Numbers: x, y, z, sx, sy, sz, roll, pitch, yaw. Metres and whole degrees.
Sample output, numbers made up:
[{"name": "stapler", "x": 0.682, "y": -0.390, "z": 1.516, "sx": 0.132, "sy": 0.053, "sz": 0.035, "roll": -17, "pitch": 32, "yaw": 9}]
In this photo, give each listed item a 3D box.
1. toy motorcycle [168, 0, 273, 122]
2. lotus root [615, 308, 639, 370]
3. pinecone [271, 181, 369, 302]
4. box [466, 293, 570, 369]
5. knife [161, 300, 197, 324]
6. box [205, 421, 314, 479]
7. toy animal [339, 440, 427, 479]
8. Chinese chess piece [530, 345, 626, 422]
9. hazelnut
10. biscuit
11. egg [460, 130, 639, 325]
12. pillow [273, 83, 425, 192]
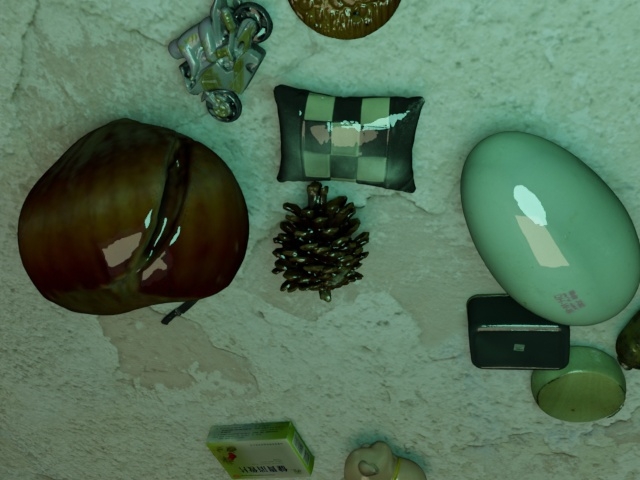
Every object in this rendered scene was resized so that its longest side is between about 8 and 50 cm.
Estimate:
[{"name": "toy motorcycle", "x": -0.173, "y": -0.305, "z": 1.038, "sx": 0.152, "sy": 0.073, "sz": 0.225, "roll": 27, "pitch": 131, "yaw": -4}, {"name": "lotus root", "x": 0.628, "y": 0.182, "z": 1.216, "sx": 0.089, "sy": 0.080, "sz": 0.179, "roll": 25, "pitch": 127, "yaw": 12}, {"name": "pinecone", "x": 0.002, "y": 0.000, "z": 1.175, "sx": 0.168, "sy": 0.185, "sz": 0.213, "roll": 24, "pitch": 115, "yaw": 25}, {"name": "box", "x": 0.397, "y": 0.188, "z": 1.277, "sx": 0.200, "sy": 0.090, "sz": 0.145, "roll": -2, "pitch": 129, "yaw": 16}, {"name": "knife", "x": -0.325, "y": 0.161, "z": 1.500, "sx": 0.023, "sy": 0.010, "sz": 0.170, "roll": 41, "pitch": 125, "yaw": -18}, {"name": "box", "x": -0.168, "y": 0.588, "z": 1.774, "sx": 0.260, "sy": 0.062, "sz": 0.175, "roll": -11, "pitch": 125, "yaw": 22}, {"name": "toy animal", "x": 0.175, "y": 0.622, "z": 1.664, "sx": 0.247, "sy": 0.149, "sz": 0.165, "roll": 22, "pitch": 116, "yaw": -19}, {"name": "Chinese chess piece", "x": 0.542, "y": 0.304, "z": 1.342, "sx": 0.188, "sy": 0.083, "sz": 0.189, "roll": 5, "pitch": 130, "yaw": 6}, {"name": "hazelnut", "x": -0.334, "y": -0.030, "z": 1.137, "sx": 0.409, "sy": 0.359, "sz": 0.359, "roll": -19, "pitch": 122, "yaw": 18}, {"name": "biscuit", "x": 0.033, "y": -0.388, "z": 0.944, "sx": 0.187, "sy": 0.027, "sz": 0.188, "roll": 7, "pitch": 130, "yaw": 8}, {"name": "egg", "x": 0.366, "y": -0.017, "z": 1.027, "sx": 0.229, "sy": 0.230, "sz": 0.371, "roll": -33, "pitch": 109, "yaw": 34}, {"name": "pillow", "x": 0.046, "y": -0.168, "z": 1.069, "sx": 0.249, "sy": 0.106, "sz": 0.186, "roll": 6, "pitch": 130, "yaw": 5}]
